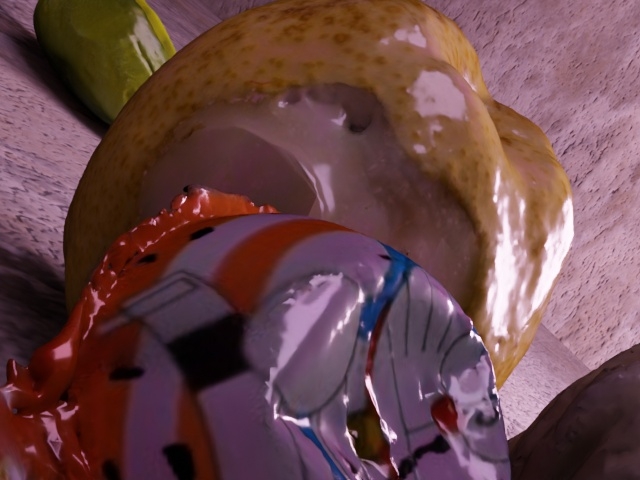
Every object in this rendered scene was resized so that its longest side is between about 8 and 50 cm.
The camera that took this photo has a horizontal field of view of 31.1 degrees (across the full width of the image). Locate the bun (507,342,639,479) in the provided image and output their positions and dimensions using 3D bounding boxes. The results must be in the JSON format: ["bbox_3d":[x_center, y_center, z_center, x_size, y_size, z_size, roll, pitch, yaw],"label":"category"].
[{"bbox_3d":[0.161,0.177,0.510,0.205,0.281,0.281,5,14,-4],"label":"bun"}]

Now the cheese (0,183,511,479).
[{"bbox_3d":[-0.041,0.084,0.368,0.329,0.129,0.217,2,72,-54],"label":"cheese"}]

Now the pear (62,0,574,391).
[{"bbox_3d":[0.000,0.000,0.618,0.271,0.271,0.271,40,9,-8],"label":"pear"}]

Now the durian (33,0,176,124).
[{"bbox_3d":[-0.202,-0.173,1.078,0.250,0.101,0.139,46,-25,27],"label":"durian"}]
